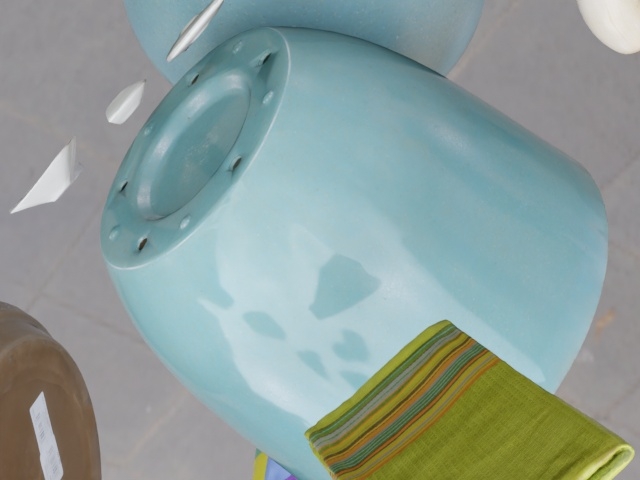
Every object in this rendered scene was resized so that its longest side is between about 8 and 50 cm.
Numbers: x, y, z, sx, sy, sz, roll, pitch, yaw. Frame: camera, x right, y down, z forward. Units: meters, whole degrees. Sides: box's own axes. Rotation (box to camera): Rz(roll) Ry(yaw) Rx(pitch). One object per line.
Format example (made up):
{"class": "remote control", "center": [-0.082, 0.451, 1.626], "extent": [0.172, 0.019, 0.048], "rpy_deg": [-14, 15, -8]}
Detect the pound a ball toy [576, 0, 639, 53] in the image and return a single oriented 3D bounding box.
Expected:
{"class": "pound a ball toy", "center": [0.307, -0.232, 0.936], "extent": [0.319, 0.208, 0.136], "rpy_deg": [-50, 133, 10]}

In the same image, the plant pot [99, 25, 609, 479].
{"class": "plant pot", "center": [0.000, 0.000, 0.984], "extent": [0.235, 0.293, 0.293], "rpy_deg": [35, 125, -29]}

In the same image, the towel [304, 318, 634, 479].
{"class": "towel", "center": [0.056, 0.094, 0.686], "extent": [0.102, 0.237, 0.021], "rpy_deg": [-44, 104, -4]}

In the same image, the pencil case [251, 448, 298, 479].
{"class": "pencil case", "center": [-0.005, 0.178, 1.188], "extent": [0.104, 0.236, 0.104], "rpy_deg": [6, 144, 4]}

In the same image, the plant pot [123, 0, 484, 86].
{"class": "plant pot", "center": [-0.012, -0.243, 1.087], "extent": [0.290, 0.290, 0.195], "rpy_deg": [4, 165, 1]}

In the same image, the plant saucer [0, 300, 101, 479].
{"class": "plant saucer", "center": [-0.204, 0.177, 0.970], "extent": [0.041, 0.278, 0.277], "rpy_deg": [-1, 131, 15]}

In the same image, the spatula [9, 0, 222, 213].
{"class": "spatula", "center": [-0.121, -0.081, 0.904], "extent": [0.019, 0.242, 0.168], "rpy_deg": [40, 89, -9]}
